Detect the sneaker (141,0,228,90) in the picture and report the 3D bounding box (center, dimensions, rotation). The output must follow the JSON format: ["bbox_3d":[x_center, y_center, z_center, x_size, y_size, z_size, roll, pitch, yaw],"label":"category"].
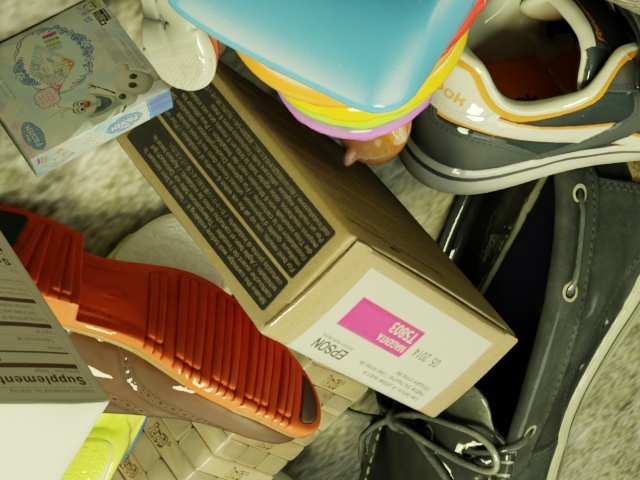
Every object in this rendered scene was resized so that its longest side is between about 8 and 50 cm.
[{"bbox_3d":[-0.077,-0.167,1.148,0.065,0.061,0.158,-52,154,-43],"label":"sneaker"}]

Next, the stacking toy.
[{"bbox_3d":[0.024,-0.121,1.159,0.175,0.166,0.302,-57,165,-14],"label":"stacking toy"}]

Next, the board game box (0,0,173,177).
[{"bbox_3d":[-0.146,-0.090,1.127,0.090,0.090,0.020,-28,146,-14],"label":"board game box"}]

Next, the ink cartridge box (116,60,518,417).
[{"bbox_3d":[0.000,0.000,1.280,0.088,0.193,0.235,-45,146,9],"label":"ink cartridge box"}]

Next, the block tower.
[{"bbox_3d":[-0.102,0.162,1.470,0.335,0.097,0.091,-46,147,10],"label":"block tower"}]

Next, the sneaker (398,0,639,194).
[{"bbox_3d":[0.211,-0.129,1.383,0.321,0.126,0.127,-19,148,-23],"label":"sneaker"}]

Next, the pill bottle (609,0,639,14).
[{"bbox_3d":[0.251,-0.231,1.228,0.361,0.204,0.204,11,123,-50],"label":"pill bottle"}]

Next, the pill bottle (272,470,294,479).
[{"bbox_3d":[-0.049,0.255,1.603,0.124,0.124,0.221,-38,146,0],"label":"pill bottle"}]

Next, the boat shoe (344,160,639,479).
[{"bbox_3d":[0.108,0.129,1.501,0.156,0.187,0.500,18,100,-43],"label":"boat shoe"}]

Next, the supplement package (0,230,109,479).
[{"bbox_3d":[-0.247,0.051,1.062,0.134,0.244,0.139,4,129,-45],"label":"supplement package"}]

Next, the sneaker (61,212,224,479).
[{"bbox_3d":[-0.142,0.083,1.368,0.240,0.091,0.126,-57,-179,2],"label":"sneaker"}]

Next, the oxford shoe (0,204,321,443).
[{"bbox_3d":[-0.128,0.072,1.270,0.271,0.097,0.098,28,124,-15],"label":"oxford shoe"}]
